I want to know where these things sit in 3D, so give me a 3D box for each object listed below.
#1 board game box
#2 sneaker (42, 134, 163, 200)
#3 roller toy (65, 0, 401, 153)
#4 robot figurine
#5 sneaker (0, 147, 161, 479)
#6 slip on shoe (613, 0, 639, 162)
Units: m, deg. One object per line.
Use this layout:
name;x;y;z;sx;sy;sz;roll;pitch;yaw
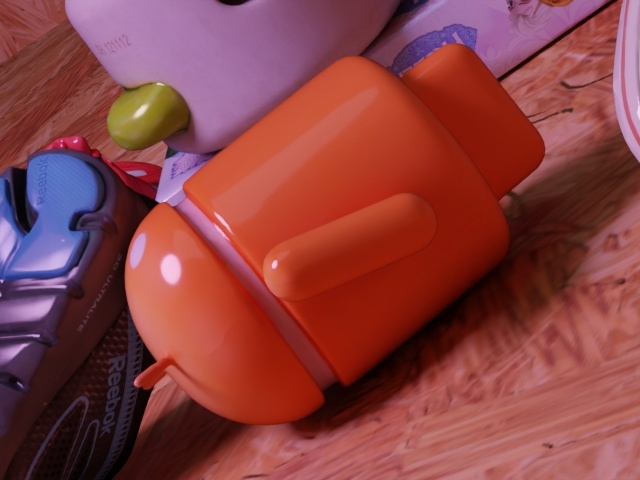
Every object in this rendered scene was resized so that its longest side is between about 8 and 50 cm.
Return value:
board game box;0.037;-0.137;1.309;0.319;0.066;0.318;-35;16;10
sneaker;-0.146;-0.025;1.295;0.107;0.118;0.279;-35;16;1
roller toy;-0.058;-0.164;1.197;0.191;0.146;0.209;-30;18;25
robot figurine;0.000;0.000;0.892;0.219;0.128;0.158;-39;42;-5
sneaker;-0.168;0.125;0.962;0.125;0.140;0.341;37;92;41
slip on shoe;0.198;-0.114;0.852;0.331;0.123;0.101;-64;-2;-48
